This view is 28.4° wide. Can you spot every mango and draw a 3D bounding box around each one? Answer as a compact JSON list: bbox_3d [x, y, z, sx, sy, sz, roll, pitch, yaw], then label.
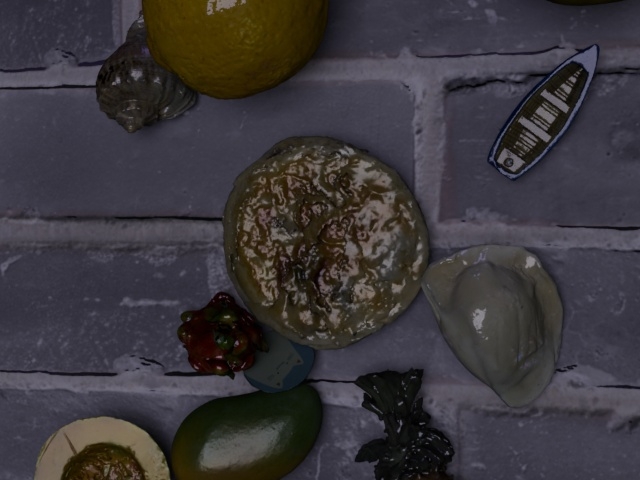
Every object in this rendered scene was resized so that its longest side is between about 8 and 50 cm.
[{"bbox_3d":[-0.109,0.307,1.937,0.251,0.114,0.156,-21,71,0],"label":"mango"}]

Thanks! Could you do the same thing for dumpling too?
[{"bbox_3d":[0.267,0.114,1.827,0.179,0.131,0.252,-33,91,-11],"label":"dumpling"}]

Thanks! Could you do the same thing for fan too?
[{"bbox_3d":[-0.089,0.172,1.955,0.175,0.005,0.113,28,64,30],"label":"fan"}]

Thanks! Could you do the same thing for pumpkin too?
[{"bbox_3d":[-0.336,0.385,2.007,0.217,0.110,0.217,-1,84,5],"label":"pumpkin"}]

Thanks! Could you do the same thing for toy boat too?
[{"bbox_3d":[0.333,-0.189,1.840,0.080,0.046,0.229,38,99,13],"label":"toy boat"}]

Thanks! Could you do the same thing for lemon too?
[{"bbox_3d":[-0.124,-0.344,1.854,0.293,0.293,0.293,0,91,15],"label":"lemon"}]

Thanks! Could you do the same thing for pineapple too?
[{"bbox_3d":[0.127,0.341,1.863,0.170,0.141,0.310,-24,76,39],"label":"pineapple"}]

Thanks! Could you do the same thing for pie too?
[{"bbox_3d":[0.000,0.000,1.917,0.339,0.077,0.339,0,91,15],"label":"pie"}]

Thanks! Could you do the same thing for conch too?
[{"bbox_3d":[-0.270,-0.262,1.994,0.155,0.130,0.207,15,70,-18],"label":"conch"}]

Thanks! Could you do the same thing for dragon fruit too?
[{"bbox_3d":[-0.146,0.139,1.926,0.142,0.175,0.138,7,75,-7],"label":"dragon fruit"}]

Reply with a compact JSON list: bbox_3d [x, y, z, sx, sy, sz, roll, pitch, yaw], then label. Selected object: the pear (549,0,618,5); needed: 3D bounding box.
[{"bbox_3d":[0.374,-0.442,1.715,0.321,0.269,0.269,-1,90,27],"label":"pear"}]
